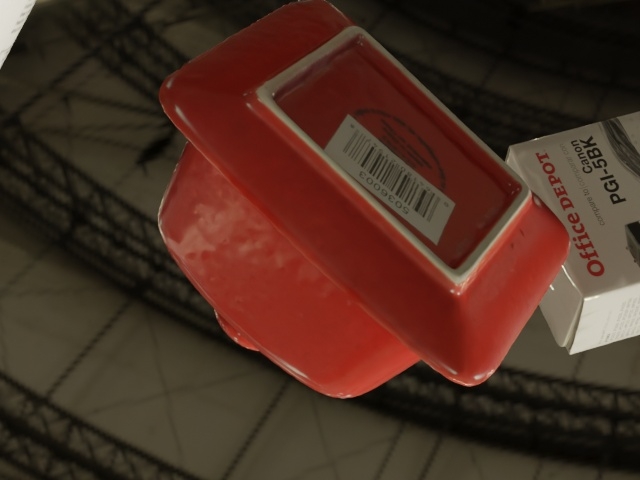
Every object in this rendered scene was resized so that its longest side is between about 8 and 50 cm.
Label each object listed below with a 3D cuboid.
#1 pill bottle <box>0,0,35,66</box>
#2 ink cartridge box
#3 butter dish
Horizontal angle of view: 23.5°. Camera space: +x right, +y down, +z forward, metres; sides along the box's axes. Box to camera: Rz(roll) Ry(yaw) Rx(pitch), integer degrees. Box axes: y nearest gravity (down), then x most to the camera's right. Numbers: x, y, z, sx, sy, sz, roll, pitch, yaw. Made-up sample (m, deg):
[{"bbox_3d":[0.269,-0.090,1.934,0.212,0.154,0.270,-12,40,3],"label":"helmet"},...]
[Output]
[{"bbox_3d":[-0.246,-0.222,1.019,0.160,0.283,0.160,29,-162,-10],"label":"pill bottle"},{"bbox_3d":[0.170,-0.012,0.780,0.135,0.056,0.099,-16,-121,-11],"label":"ink cartridge box"},{"bbox_3d":[0.000,0.000,0.622,0.118,0.160,0.160,-47,178,31],"label":"butter dish"}]
